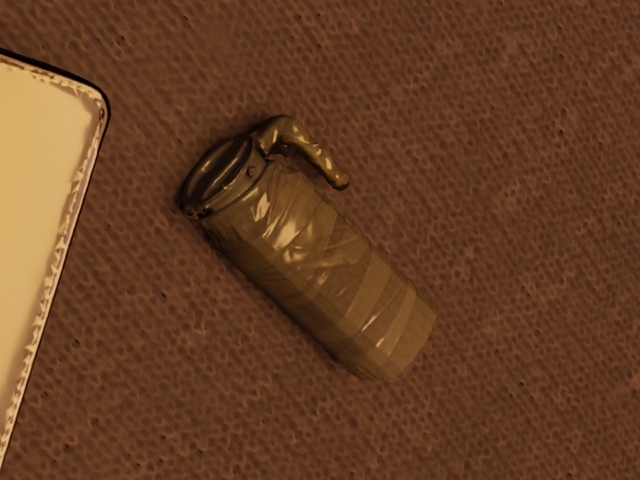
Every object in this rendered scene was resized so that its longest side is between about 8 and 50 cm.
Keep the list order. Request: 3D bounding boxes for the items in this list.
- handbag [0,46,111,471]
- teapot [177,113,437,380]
[{"bbox_3d":[-0.289,0.046,0.865,0.237,0.160,0.358,17,88,-24],"label":"handbag"},{"bbox_3d":[0.000,0.000,1.081,0.200,0.077,0.107,44,70,-28],"label":"teapot"}]
